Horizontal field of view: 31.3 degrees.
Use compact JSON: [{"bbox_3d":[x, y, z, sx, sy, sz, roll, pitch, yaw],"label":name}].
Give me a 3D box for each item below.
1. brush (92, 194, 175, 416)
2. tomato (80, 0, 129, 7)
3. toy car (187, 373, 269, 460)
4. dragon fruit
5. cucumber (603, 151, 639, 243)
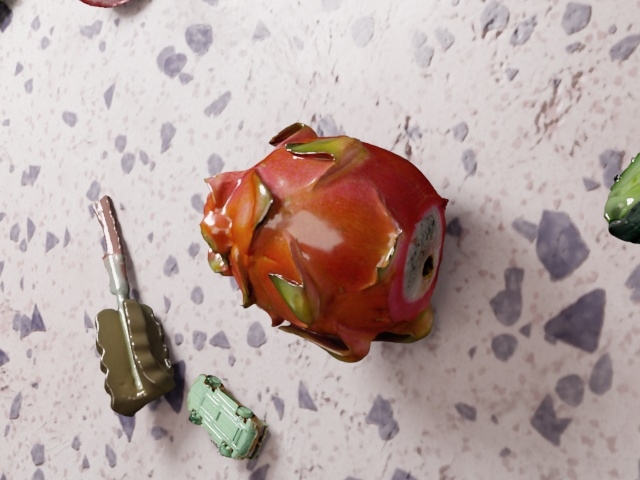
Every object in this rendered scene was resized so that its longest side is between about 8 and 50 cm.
[{"bbox_3d":[-0.243,0.070,1.411,0.084,0.071,0.301,-29,57,16],"label":"brush"},{"bbox_3d":[-0.276,-0.405,1.473,0.173,0.099,0.189,-29,106,18],"label":"tomato"},{"bbox_3d":[-0.110,0.198,1.291,0.122,0.035,0.059,36,108,46],"label":"toy car"},{"bbox_3d":[0.006,0.001,1.109,0.227,0.224,0.224,12,92,35],"label":"dragon fruit"},{"bbox_3d":[0.320,-0.071,0.938,0.193,0.085,0.115,-41,17,31],"label":"cucumber"}]
